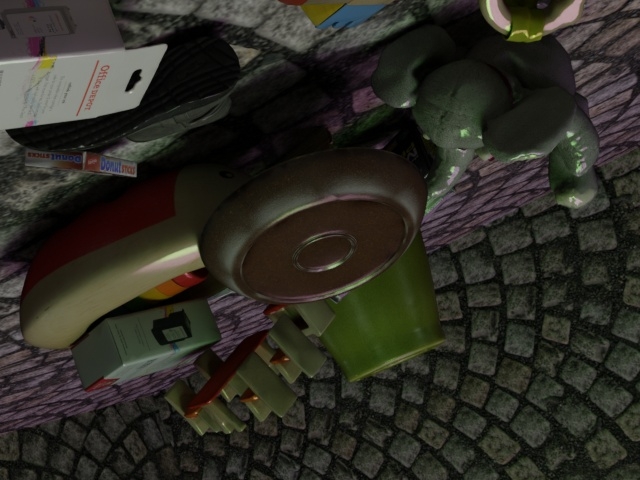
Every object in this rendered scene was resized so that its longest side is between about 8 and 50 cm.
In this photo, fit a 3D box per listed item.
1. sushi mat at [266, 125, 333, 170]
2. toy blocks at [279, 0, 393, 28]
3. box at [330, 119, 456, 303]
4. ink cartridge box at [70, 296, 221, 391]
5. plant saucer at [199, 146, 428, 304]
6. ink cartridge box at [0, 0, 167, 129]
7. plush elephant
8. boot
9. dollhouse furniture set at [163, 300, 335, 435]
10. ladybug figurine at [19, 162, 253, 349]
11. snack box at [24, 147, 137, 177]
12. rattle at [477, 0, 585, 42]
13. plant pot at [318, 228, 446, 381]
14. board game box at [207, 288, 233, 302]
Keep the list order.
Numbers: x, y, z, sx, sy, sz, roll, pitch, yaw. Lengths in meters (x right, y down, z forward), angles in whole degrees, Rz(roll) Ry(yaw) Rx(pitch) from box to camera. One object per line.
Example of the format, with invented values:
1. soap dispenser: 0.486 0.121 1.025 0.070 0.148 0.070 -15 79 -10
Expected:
1. sushi mat: -0.079 -0.043 1.320 0.019 0.151 0.316 18 143 -40
2. toy blocks: 0.042 -0.254 0.635 0.381 0.191 0.261 -14 177 -35
3. box: 0.090 -0.052 1.371 0.270 0.060 0.216 -44 -159 20
4. ink cartridge box: -0.254 0.151 1.219 0.175 0.072 0.127 -11 162 -45
5. plant saucer: 0.000 0.000 1.080 0.310 0.050 0.311 -13 149 -8
6. ink cartridge box: -0.244 -0.153 0.712 0.198 0.067 0.115 -14 165 -33
7. plush elephant: 0.217 -0.166 1.093 0.255 0.272 0.330 -32 145 -28
8. boot: -0.201 -0.131 0.880 0.246 0.083 0.161 -17 174 -15
9. dollhouse furniture set: -0.107 0.158 1.266 0.259 0.135 0.262 -49 -168 -35
10. ladybug figurine: -0.259 0.021 1.219 0.449 0.162 0.305 -26 167 12
11. snack box: -0.264 -0.087 0.934 0.064 0.022 0.178 6 -178 5
12. rattle: 0.221 -0.330 0.906 0.130 0.143 0.200 -9 135 24
13. plant pot: 0.104 0.111 1.850 0.366 0.353 0.366 -23 168 -5
14. board game box: -0.169 0.044 1.541 0.303 0.097 0.224 -24 -178 0
